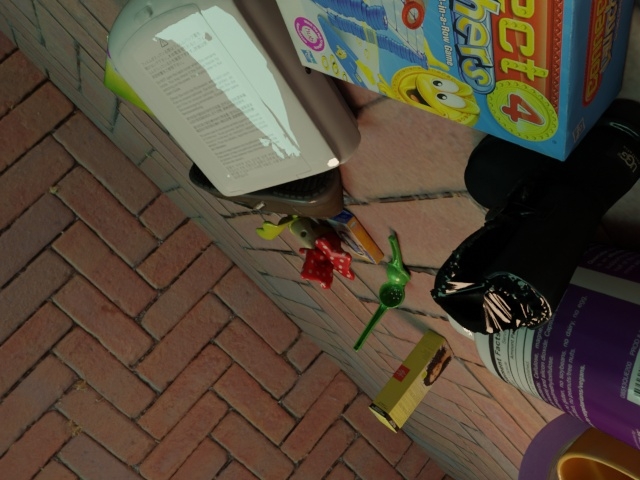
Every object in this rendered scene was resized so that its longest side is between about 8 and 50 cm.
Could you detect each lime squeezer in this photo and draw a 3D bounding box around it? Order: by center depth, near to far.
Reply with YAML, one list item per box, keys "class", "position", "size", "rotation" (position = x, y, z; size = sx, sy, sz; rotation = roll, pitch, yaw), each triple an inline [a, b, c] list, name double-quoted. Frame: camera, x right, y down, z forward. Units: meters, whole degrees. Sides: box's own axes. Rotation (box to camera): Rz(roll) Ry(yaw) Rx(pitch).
- class: "lime squeezer"
  position: [0.133, 0.091, 1.139]
  size: [0.059, 0.109, 0.311]
  rotation: [51, 142, 38]

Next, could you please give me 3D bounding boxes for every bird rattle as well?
- class: "bird rattle"
  position: [0.000, 0.000, 1.191]
  size: [0.253, 0.143, 0.207]
  rotation: [39, -172, 30]

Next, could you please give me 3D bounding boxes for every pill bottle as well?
- class: "pill bottle"
  position: [0.290, 0.096, 0.577]
  size: [0.323, 0.181, 0.181]
  rotation: [22, 155, 54]

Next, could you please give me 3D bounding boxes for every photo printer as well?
- class: "photo printer"
  position: [-0.123, -0.214, 0.761]
  size: [0.255, 0.107, 0.308]
  rotation: [-11, 130, 38]

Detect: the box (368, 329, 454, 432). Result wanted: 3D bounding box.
- class: "box"
  position: [0.214, 0.325, 1.302]
  size: [0.058, 0.232, 0.087]
  rotation: [27, 160, 45]

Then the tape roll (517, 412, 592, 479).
- class: "tape roll"
  position: [0.438, 0.384, 0.818]
  size: [0.274, 0.275, 0.090]
  rotation: [24, 158, 50]

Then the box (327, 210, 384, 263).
- class: "box"
  position: [0.066, -0.012, 1.147]
  size: [0.136, 0.028, 0.081]
  rotation: [49, 165, -29]

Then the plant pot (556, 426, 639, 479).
- class: "plant pot"
  position: [0.427, 0.273, 0.666]
  size: [0.205, 0.188, 0.205]
  rotation: [44, 157, 24]

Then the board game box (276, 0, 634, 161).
- class: "board game box"
  position: [0.066, -0.236, 0.410]
  size: [0.301, 0.086, 0.308]
  rotation: [32, 162, 36]

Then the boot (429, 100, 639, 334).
- class: "boot"
  position: [0.168, -0.016, 0.528]
  size: [0.094, 0.207, 0.246]
  rotation: [45, 165, -11]

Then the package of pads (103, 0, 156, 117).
- class: "package of pads"
  position: [-0.254, -0.279, 0.988]
  size: [0.229, 0.101, 0.296]
  rotation: [30, 171, -20]

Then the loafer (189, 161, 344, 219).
- class: "loafer"
  position: [-0.107, -0.102, 1.073]
  size: [0.365, 0.134, 0.130]
  rotation: [20, 160, 36]
